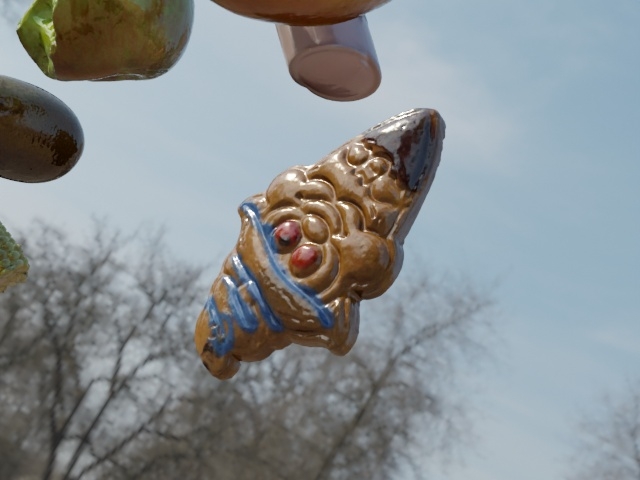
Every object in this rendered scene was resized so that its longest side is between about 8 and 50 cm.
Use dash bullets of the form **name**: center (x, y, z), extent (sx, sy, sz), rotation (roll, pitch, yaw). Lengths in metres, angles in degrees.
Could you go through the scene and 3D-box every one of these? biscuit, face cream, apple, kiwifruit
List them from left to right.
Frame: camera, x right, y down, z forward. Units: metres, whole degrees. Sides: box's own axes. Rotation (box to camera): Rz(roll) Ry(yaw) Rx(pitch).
- **kiwifruit**: center (-0.229, -0.083, 0.926), extent (0.075, 0.075, 0.124), rotation (15, -3, 40)
- **apple**: center (-0.293, -0.327, 1.686), extent (0.246, 0.226, 0.246), rotation (-2, 4, 0)
- **face cream**: center (-0.010, -0.193, 0.875), extent (0.057, 0.198, 0.084), rotation (-32, -32, 28)
- **biscuit**: center (0.000, 0.000, 1.001), extent (0.183, 0.280, 0.043), rotation (45, 5, 40)

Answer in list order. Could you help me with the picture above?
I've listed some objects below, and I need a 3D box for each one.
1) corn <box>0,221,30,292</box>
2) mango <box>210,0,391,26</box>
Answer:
- **corn**: center (-0.371, -0.042, 1.147), extent (0.244, 0.093, 0.093), rotation (47, -15, 11)
- **mango**: center (-0.002, -0.199, 0.727), extent (0.112, 0.219, 0.145), rotation (-18, -93, 50)
